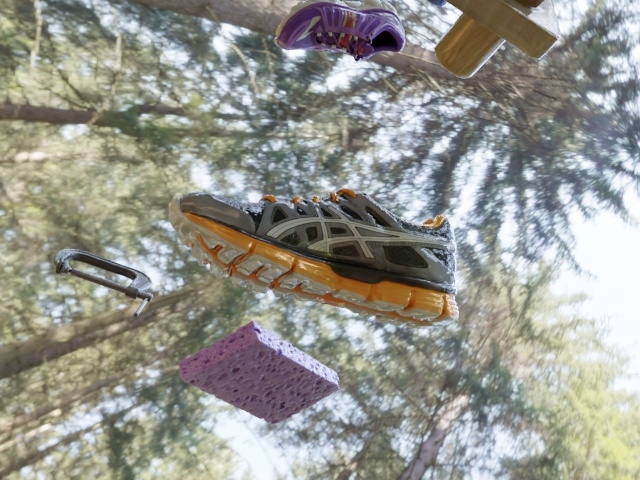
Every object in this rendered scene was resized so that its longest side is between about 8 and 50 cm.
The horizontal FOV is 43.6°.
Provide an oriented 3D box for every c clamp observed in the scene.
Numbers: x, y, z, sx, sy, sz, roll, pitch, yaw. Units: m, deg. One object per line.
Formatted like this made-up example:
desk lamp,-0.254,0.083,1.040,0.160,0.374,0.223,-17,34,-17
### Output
c clamp,-0.300,0.049,1.107,0.161,0.137,0.022,21,-74,3

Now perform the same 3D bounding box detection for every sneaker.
sneaker,0.028,-0.248,0.957,0.068,0.170,0.071,113,-39,-54
sneaker,0.000,0.000,0.564,0.215,0.084,0.083,17,-106,-16

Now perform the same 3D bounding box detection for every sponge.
sponge,-0.073,0.178,1.046,0.117,0.210,0.031,-31,-129,15

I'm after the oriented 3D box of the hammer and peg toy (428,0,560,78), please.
hammer and peg toy,0.071,-0.302,0.624,0.266,0.361,0.127,27,-49,-19
